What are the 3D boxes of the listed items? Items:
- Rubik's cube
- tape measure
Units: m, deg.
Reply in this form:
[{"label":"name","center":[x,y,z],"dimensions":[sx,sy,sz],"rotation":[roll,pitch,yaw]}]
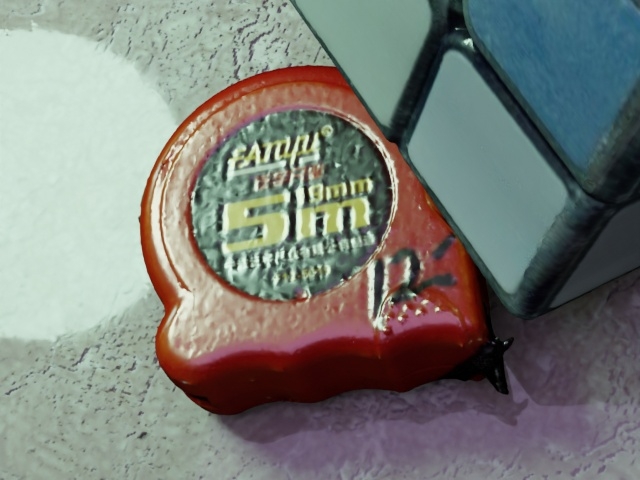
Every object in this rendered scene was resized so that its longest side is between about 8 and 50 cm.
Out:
[{"label":"Rubik's cube","center":[0.204,-0.189,0.971],"dimensions":[0.318,0.316,0.313],"rotation":[-22,67,-26]},{"label":"tape measure","center":[-0.001,0.000,1.099],"dimensions":[0.253,0.114,0.260],"rotation":[-10,66,8]}]
